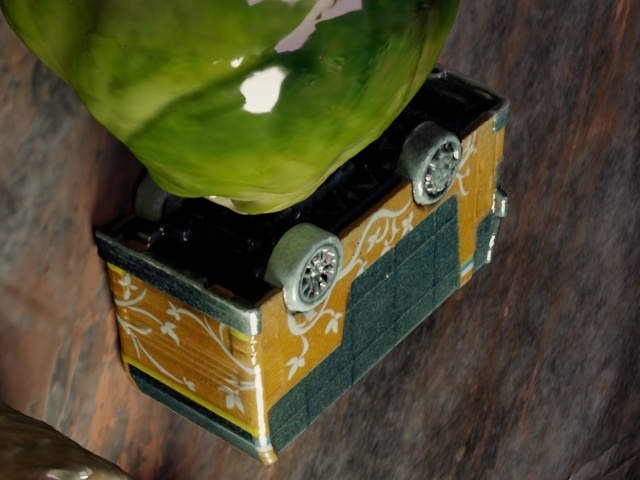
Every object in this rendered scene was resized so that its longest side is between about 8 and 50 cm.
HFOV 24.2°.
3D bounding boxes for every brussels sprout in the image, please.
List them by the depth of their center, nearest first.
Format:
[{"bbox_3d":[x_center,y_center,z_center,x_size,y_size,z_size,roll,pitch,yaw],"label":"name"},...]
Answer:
[{"bbox_3d":[-0.041,-0.129,0.768,0.219,0.210,0.271,-45,159,-26],"label":"brussels sprout"}]

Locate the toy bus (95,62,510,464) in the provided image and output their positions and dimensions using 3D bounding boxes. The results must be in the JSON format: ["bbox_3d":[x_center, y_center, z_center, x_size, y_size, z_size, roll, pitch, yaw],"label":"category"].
[{"bbox_3d":[0.000,0.000,0.975,0.275,0.138,0.167,-40,142,-36],"label":"toy bus"}]

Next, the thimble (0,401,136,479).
[{"bbox_3d":[-0.184,0.192,0.796,0.196,0.148,0.229,-55,146,-20],"label":"thimble"}]
